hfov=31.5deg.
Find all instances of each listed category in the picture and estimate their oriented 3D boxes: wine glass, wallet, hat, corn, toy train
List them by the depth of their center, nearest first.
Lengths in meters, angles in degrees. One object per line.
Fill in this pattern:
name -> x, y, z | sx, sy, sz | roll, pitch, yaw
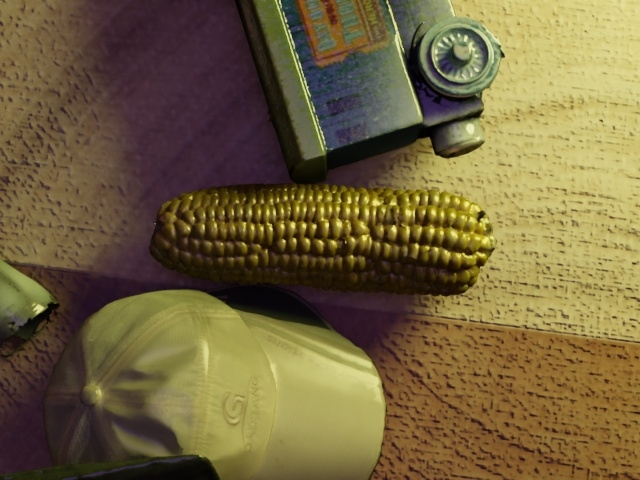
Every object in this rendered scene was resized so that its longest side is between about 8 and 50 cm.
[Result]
wallet -> -0.148, 0.241, 0.866 | 0.168, 0.245, 0.052 | -7, 48, -1
hat -> -0.085, 0.145, 0.916 | 0.275, 0.161, 0.232 | 10, 87, -5
wine glass -> -0.299, 0.023, 0.960 | 0.155, 0.072, 0.072 | 44, 83, 3
corn -> 0.000, 0.000, 0.963 | 0.291, 0.101, 0.101 | 0, 83, -1
toy train -> 0.028, -0.202, 0.971 | 0.202, 0.131, 0.300 | -17, 82, -3
